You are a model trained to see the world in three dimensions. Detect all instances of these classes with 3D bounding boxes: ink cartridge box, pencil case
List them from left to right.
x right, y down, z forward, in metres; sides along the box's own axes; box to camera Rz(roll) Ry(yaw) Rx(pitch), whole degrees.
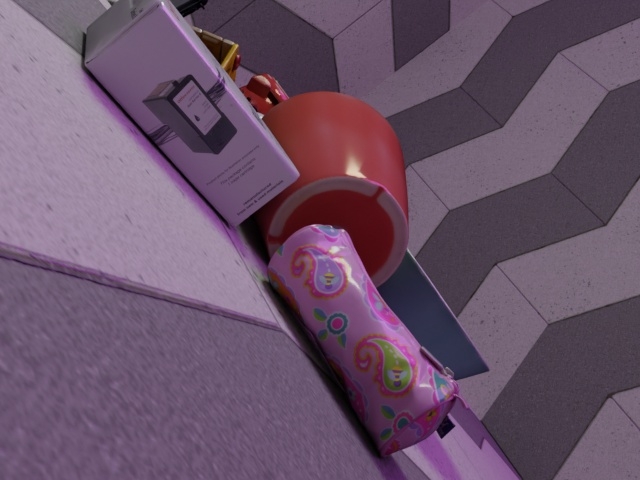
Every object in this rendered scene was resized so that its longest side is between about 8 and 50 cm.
[{"bbox_3d":[-0.166,-0.179,0.916,0.273,0.115,0.198,50,4,-31],"label":"ink cartridge box"},{"bbox_3d":[0.049,0.113,0.850,0.284,0.124,0.124,54,4,25],"label":"pencil case"}]

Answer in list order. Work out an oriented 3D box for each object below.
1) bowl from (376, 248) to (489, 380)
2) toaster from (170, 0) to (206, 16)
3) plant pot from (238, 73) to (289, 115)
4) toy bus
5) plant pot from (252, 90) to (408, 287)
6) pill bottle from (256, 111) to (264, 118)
[{"bbox_3d":[0.136,0.137,1.238,0.311,0.163,0.311,54,4,-6],"label":"bowl"},{"bbox_3d":[-0.314,-0.498,1.454,0.110,0.186,0.168,62,2,-17],"label":"toaster"},{"bbox_3d":[-0.156,-0.329,1.892,0.191,0.174,0.191,54,2,-3],"label":"plant pot"},{"bbox_3d":[-0.201,-0.252,1.195,0.202,0.191,0.104,49,49,-34],"label":"toy bus"},{"bbox_3d":[0.013,-0.056,1.067,0.275,0.275,0.243,51,14,-26],"label":"plant pot"},{"bbox_3d":[-0.125,-0.167,1.259,0.117,0.118,0.208,53,5,-5],"label":"pill bottle"}]
